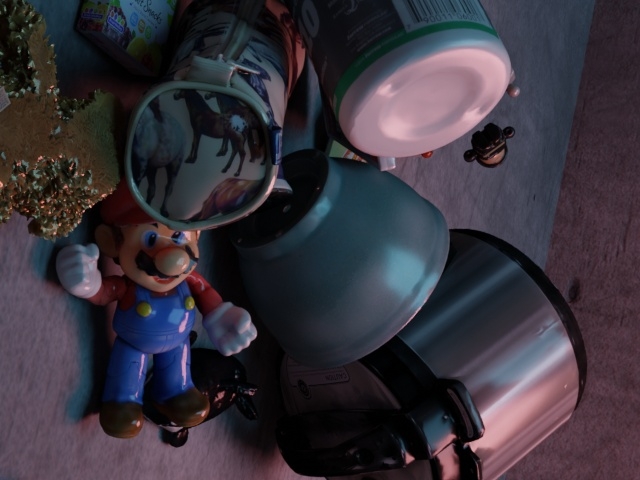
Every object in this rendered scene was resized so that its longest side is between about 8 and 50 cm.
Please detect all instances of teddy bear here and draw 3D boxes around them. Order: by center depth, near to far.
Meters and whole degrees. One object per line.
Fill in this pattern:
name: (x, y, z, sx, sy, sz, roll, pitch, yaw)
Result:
teddy bear: (-0.323, -0.103, 1.307, 0.338, 0.113, 0.245, -18, 108, -58)

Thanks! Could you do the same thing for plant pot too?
plant pot: (0.000, 0.000, 1.942, 0.196, 0.293, 0.293, 44, 52, -32)

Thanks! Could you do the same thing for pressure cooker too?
pressure cooker: (0.141, 0.220, 2.105, 0.420, 0.375, 0.370, -33, 147, -30)

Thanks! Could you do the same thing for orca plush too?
orca plush: (-0.129, 0.209, 1.878, 0.287, 0.102, 0.151, 41, 60, -65)

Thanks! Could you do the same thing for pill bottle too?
pill bottle: (0.061, -0.293, 1.656, 0.361, 0.204, 0.204, 68, 6, 29)

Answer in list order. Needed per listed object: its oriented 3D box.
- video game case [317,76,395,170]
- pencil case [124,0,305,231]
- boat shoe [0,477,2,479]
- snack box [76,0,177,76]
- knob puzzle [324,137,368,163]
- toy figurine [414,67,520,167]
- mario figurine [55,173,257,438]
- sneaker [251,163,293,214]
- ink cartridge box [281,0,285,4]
video game case: (0.038, -0.221, 1.979, 0.285, 0.025, 0.204, -137, -144, -70)
pencil case: (-0.105, -0.166, 1.576, 0.410, 0.160, 0.183, -83, -162, -65)
boat shoe: (-0.318, 0.298, 1.440, 0.258, 0.109, 0.089, -30, 122, -66)
snack box: (-0.213, -0.253, 1.586, 0.141, 0.037, 0.100, 37, 63, -67)
knob puzzle: (0.054, -0.160, 2.248, 0.213, 0.030, 0.213, -41, 151, -29)
toy figurine: (0.241, -0.239, 2.502, 0.148, 0.213, 0.209, 39, 59, -76)
mario figurine: (-0.183, 0.074, 1.607, 0.198, 0.170, 0.320, -35, 132, -57)
sneaker: (-0.149, -0.107, 1.764, 0.283, 0.107, 0.124, 10, 60, -62)
ink cartridge box: (-0.046, -0.386, 1.874, 0.207, 0.097, 0.046, 71, 34, -50)
